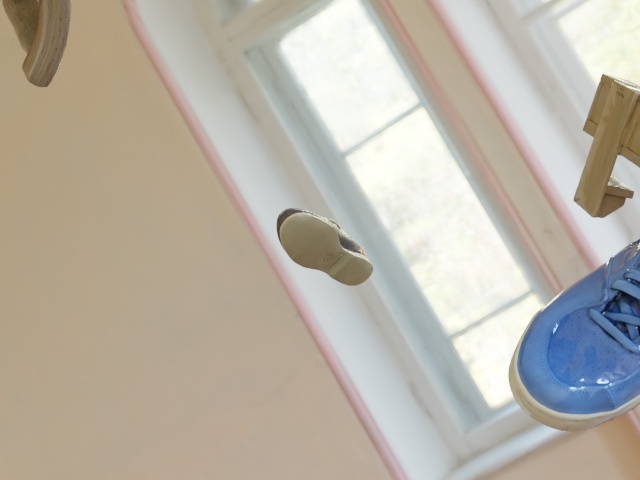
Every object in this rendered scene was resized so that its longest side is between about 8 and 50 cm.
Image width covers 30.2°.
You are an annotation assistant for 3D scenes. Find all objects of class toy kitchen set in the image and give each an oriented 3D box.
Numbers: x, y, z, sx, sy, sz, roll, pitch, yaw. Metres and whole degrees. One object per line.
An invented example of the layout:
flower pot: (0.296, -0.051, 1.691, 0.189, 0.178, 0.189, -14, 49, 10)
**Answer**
toy kitchen set: (0.182, -0.039, 0.622, 0.083, 0.075, 0.068, -115, 40, -68)

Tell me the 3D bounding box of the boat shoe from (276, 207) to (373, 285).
boat shoe: (0.000, 0.000, 1.088, 0.049, 0.043, 0.137, -40, -38, 14)

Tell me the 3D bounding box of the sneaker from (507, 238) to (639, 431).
sneaker: (0.137, 0.009, 0.459, 0.152, 0.058, 0.085, -28, -30, -22)

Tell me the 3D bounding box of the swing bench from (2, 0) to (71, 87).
swing bench: (-0.301, -0.233, 0.742, 0.254, 0.253, 0.165, -4, -49, -29)
